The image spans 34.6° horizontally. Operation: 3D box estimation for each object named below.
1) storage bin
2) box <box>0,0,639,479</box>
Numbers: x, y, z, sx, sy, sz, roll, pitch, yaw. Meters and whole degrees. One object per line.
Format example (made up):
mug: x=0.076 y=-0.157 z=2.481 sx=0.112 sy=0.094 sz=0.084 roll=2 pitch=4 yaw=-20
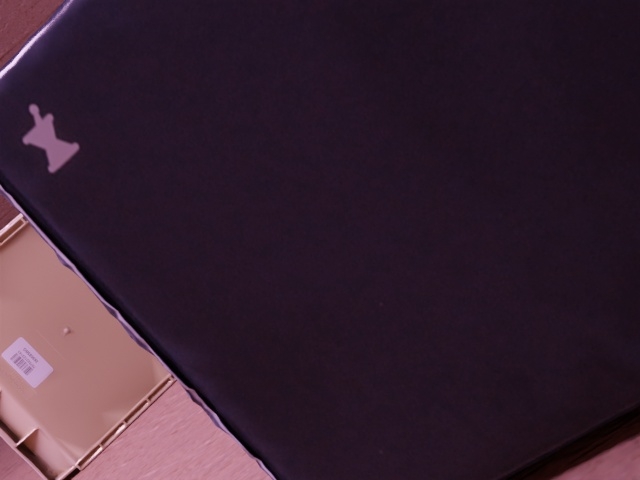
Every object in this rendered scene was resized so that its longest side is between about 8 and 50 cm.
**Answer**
storage bin: x=-0.302 y=0.102 z=1.208 sx=0.260 sy=0.262 sz=0.123 roll=-43 pitch=13 yaw=-14
box: x=0.147 y=-0.166 z=0.570 sx=0.480 sy=0.297 sz=0.472 roll=-37 pitch=9 yaw=27
